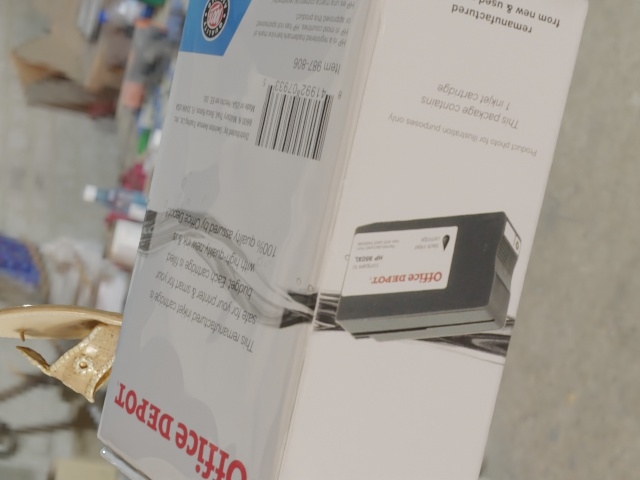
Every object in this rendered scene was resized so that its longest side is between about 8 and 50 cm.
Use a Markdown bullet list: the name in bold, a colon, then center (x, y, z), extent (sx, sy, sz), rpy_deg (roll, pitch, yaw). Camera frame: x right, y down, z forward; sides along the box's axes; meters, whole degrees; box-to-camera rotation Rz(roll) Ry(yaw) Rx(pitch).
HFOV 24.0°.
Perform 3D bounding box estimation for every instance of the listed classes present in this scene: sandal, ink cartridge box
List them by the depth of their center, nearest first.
- **ink cartridge box**: center (0.000, 0.000, 1.055), extent (0.285, 0.166, 0.394), rpy_deg (19, 98, 60)
- **sandal**: center (-0.193, 0.106, 1.354), extent (0.088, 0.240, 0.079), rpy_deg (112, 157, -69)
